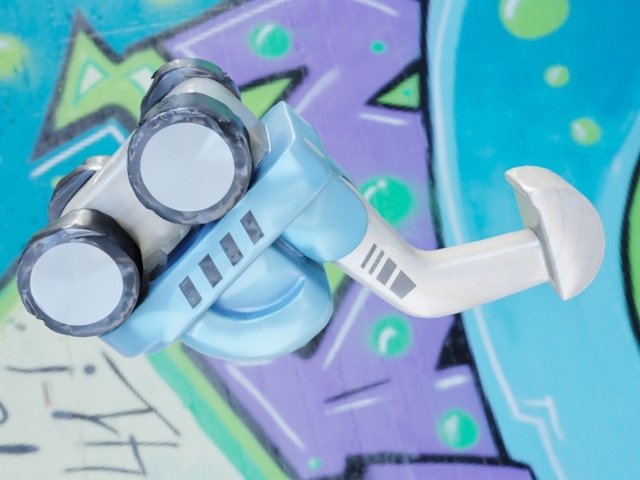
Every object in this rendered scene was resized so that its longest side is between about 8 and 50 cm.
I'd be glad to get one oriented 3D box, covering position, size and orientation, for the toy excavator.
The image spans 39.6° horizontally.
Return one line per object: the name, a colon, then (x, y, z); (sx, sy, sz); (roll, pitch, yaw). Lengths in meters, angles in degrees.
toy excavator: (0.000, 0.000, 0.898); (0.445, 0.433, 0.222); (41, -169, -21)
